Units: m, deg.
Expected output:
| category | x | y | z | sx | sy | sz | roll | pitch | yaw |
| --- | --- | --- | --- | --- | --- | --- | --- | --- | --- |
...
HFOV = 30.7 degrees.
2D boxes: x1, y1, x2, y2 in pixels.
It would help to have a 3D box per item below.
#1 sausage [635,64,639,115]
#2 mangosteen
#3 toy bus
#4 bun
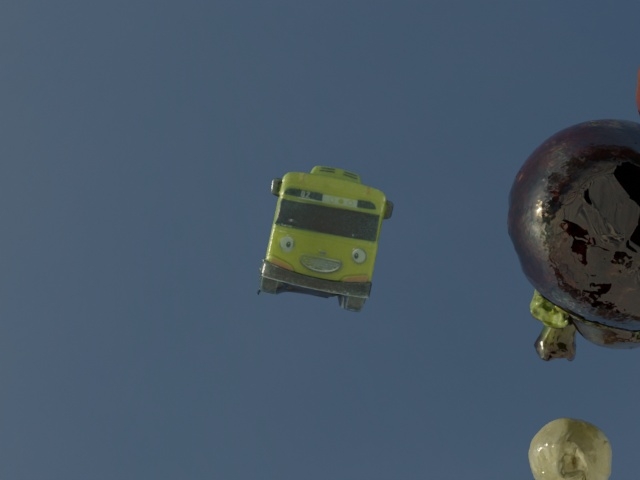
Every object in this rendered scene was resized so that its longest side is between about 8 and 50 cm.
| category | x | y | z | sx | sy | sz | roll | pitch | yaw |
| --- | --- | --- | --- | --- | --- | --- | --- | --- | --- |
| sausage | 0.366 | -0.052 | 1.008 | 0.089 | 0.300 | 0.083 | -1 | -45 | -34 |
| mangosteen | 0.290 | 0.014 | 1.235 | 0.231 | 0.231 | 0.289 | 22 | -54 | -14 |
| toy bus | 0.000 | 0.000 | 0.897 | 0.088 | 0.175 | 0.101 | 12 | -94 | -1 |
| bun | 0.248 | 0.221 | 1.165 | 0.086 | 0.055 | 0.086 | 1 | -88 | 22 |
